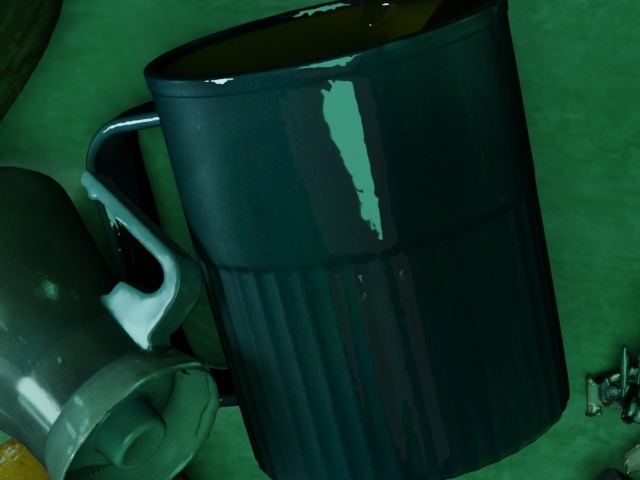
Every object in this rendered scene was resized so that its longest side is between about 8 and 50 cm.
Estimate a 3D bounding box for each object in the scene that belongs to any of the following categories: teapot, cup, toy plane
[{"bbox_3d":[-0.179,0.056,1.230,0.225,0.171,0.203,41,109,27],"label":"teapot"},{"bbox_3d":[0.004,0.004,1.229,0.308,0.242,0.292,-14,105,0],"label":"cup"},{"bbox_3d":[0.252,0.091,1.323,0.135,0.062,0.188,9,121,31],"label":"toy plane"}]

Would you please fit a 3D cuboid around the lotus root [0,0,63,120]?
[{"bbox_3d":[-0.278,-0.147,1.233,0.173,0.173,0.309,38,100,-8],"label":"lotus root"}]

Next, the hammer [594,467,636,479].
[{"bbox_3d":[0.155,0.334,1.400,0.111,0.043,0.365,30,106,-26],"label":"hammer"}]

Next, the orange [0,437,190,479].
[{"bbox_3d":[-0.175,0.245,1.318,0.224,0.170,0.224,0,104,1],"label":"orange"}]
